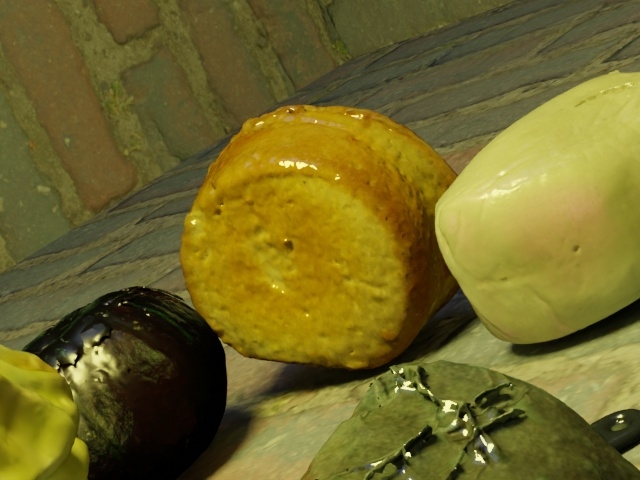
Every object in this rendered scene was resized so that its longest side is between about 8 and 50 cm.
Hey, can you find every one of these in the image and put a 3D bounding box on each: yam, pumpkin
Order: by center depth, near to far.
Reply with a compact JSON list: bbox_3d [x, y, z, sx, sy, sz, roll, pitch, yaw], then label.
[{"bbox_3d":[0.032,0.202,0.691,0.201,0.202,0.271,23,32,26],"label":"yam"},{"bbox_3d":[-0.186,0.142,1.539,0.233,0.163,0.233,-34,10,6],"label":"pumpkin"}]

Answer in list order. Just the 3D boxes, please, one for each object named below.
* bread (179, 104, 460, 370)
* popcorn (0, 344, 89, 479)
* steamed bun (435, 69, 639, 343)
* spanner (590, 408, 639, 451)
[{"bbox_3d":[0.000,0.000,1.571,0.268,0.268,0.146,-20,17,29],"label":"bread"},{"bbox_3d":[-0.275,0.198,1.090,0.312,0.312,0.312,-25,11,5],"label":"popcorn"},{"bbox_3d":[0.219,-0.024,1.387,0.238,0.170,0.152,-35,19,-17],"label":"steamed bun"},{"bbox_3d":[0.077,0.186,1.116,0.316,0.024,0.087,-27,12,-12],"label":"spanner"}]
